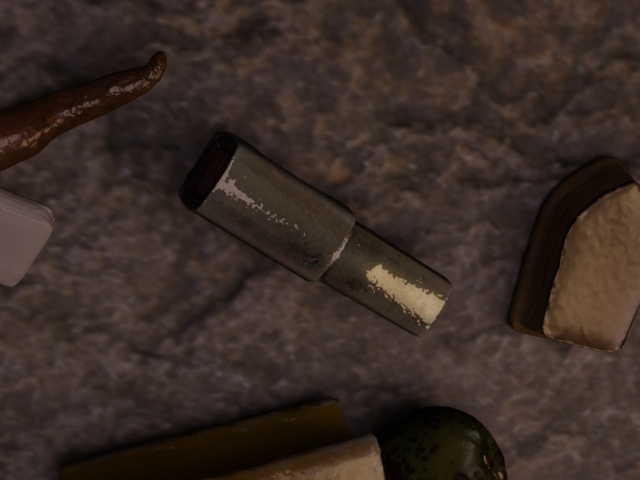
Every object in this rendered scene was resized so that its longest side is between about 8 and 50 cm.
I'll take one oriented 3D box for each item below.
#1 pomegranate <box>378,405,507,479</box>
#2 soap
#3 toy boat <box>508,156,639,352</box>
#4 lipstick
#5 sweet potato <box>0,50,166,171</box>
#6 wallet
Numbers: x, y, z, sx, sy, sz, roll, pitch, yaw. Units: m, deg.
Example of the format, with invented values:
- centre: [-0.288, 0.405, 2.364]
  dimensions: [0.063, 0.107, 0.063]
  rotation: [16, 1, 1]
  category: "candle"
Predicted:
- centre: [0.106, 0.237, 1.578]
  dimensions: [0.125, 0.138, 0.163]
  rotation: [17, 120, 8]
  category: "pomegranate"
- centre: [-0.080, 0.302, 1.527]
  dimensions: [0.281, 0.143, 0.259]
  rotation: [-15, 109, -20]
  category: "soap"
- centre: [0.263, 0.014, 1.611]
  dimensions: [0.116, 0.061, 0.188]
  rotation: [14, 97, -21]
  category: "toy boat"
- centre: [0.000, 0.000, 1.508]
  dimensions: [0.253, 0.079, 0.077]
  rotation: [33, 91, -22]
  category: "lipstick"
- centre: [-0.226, -0.105, 1.421]
  dimensions: [0.214, 0.050, 0.050]
  rotation: [-25, 109, -10]
  category: "sweet potato"
- centre: [-0.320, -0.023, 1.401]
  dimensions: [0.190, 0.033, 0.095]
  rotation: [24, 126, -22]
  category: "wallet"
